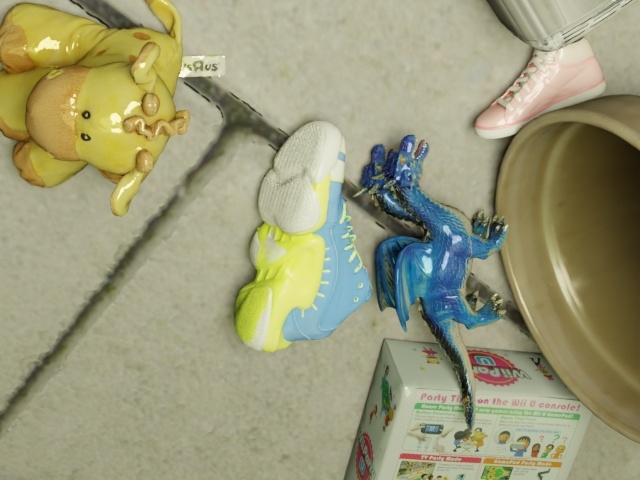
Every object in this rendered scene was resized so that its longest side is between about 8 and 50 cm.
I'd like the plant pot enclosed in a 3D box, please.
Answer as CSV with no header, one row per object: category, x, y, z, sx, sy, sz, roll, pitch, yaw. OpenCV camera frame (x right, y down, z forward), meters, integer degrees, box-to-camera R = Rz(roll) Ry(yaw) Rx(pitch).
plant pot,0.370,-0.007,0.830,0.280,0.323,0.323,-21,119,-17

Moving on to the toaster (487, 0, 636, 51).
toaster,0.204,-0.263,0.751,0.227,0.129,0.146,-35,119,7

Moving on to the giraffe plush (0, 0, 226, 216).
giraffe plush,-0.176,-0.106,0.737,0.210,0.170,0.181,-18,118,-1

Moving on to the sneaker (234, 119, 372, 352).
sneaker,0.000,0.000,0.883,0.126,0.091,0.240,6,116,-33

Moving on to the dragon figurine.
dragon figurine,0.101,0.040,0.886,0.144,0.085,0.289,1,101,-14

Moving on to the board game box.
board game box,0.151,0.272,1.026,0.224,0.097,0.303,7,116,-14

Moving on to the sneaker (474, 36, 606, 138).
sneaker,0.201,-0.151,0.850,0.134,0.051,0.070,-24,116,-1
